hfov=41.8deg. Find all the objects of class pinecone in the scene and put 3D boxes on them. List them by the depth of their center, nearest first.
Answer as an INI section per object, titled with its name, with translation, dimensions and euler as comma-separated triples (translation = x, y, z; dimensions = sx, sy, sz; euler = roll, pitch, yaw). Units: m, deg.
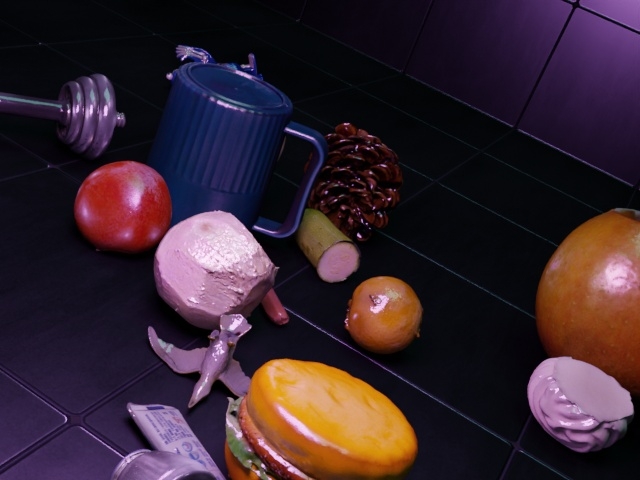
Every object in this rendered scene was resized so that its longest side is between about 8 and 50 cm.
[pinecone]
translation = 0.069, -0.126, 1.827
dimensions = 0.224, 0.224, 0.272
euler = 19, 29, -6

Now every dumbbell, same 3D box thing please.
[dumbbell]
translation = -0.571, -0.258, 1.606
dimensions = 0.406, 0.179, 0.179
euler = 3, 31, -34

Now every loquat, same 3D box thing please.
[loquat]
translation = 0.111, 0.130, 1.448
dimensions = 0.141, 0.141, 0.141
euler = 18, 25, -9

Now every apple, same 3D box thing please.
[apple]
translation = 0.609, 0.121, 1.592
dimensions = 0.384, 0.374, 0.374
euler = 16, 26, -4

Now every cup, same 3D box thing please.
[cup]
translation = -0.177, -0.148, 1.575
dimensions = 0.308, 0.292, 0.242
euler = 34, 27, 26

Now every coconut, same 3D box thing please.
[coconut]
translation = -0.177, 0.044, 1.332
dimensions = 0.194, 0.194, 0.194
euler = 18, 25, -9

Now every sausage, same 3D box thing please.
[sausage]
translation = -0.093, 0.097, 1.462
dimensions = 0.030, 0.035, 0.147
euler = 44, 6, -39

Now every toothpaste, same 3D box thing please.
[toothpaste]
translation = -0.153, 0.285, 1.027
dimensions = 0.069, 0.047, 0.268
euler = -19, 42, -29

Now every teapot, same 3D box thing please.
[teapot]
translation = -0.194, 0.299, 0.934
dimensions = 0.108, 0.149, 0.111
euler = 24, -18, 39

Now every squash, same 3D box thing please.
[squash]
translation = 0.000, 0.000, 1.673
dimensions = 0.095, 0.095, 0.188
euler = 7, 25, -30

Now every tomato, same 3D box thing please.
[tomato]
translation = -0.331, -0.059, 1.444
dimensions = 0.167, 0.167, 0.167
euler = 18, 25, -9

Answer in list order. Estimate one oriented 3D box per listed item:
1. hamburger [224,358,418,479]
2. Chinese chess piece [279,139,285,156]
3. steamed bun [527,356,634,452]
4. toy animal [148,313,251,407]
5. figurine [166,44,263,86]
[hamburger]
translation = -0.011, 0.266, 1.033
dimensions = 0.246, 0.170, 0.246
euler = 23, 13, -6
[Chinese chess piece]
translation = -0.201, -0.231, 1.760
dimensions = 0.257, 0.257, 0.104
euler = 17, 37, -11
[steamed bun]
translation = 0.438, 0.287, 1.435
dimensions = 0.183, 0.106, 0.183
euler = 15, 34, -10
[toy animal]
translation = -0.157, 0.170, 1.196
dimensions = 0.219, 0.095, 0.155
euler = 23, 21, 3
[figurine]
translation = -0.288, -0.436, 2.282
dimensions = 0.262, 0.121, 0.164
euler = 4, 46, -12
